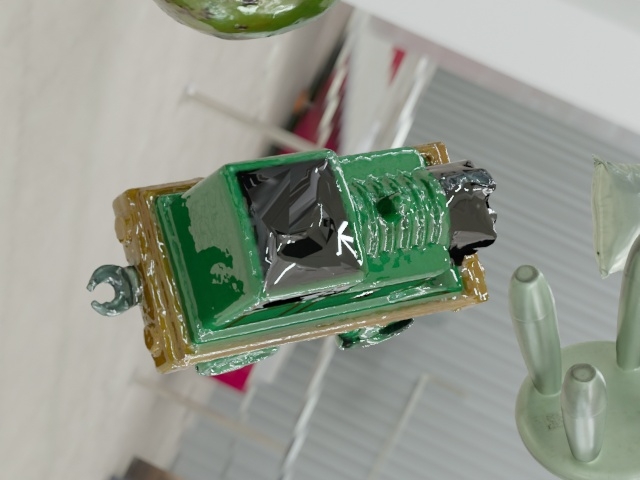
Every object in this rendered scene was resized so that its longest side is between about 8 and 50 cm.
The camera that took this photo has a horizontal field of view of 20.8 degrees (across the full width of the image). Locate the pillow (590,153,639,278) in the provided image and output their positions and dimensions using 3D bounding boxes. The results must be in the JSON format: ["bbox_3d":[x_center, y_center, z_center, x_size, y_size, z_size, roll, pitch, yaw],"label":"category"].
[{"bbox_3d":[0.422,-0.023,1.992,0.078,0.254,0.144,134,-46,-60],"label":"pillow"}]

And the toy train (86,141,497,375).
[{"bbox_3d":[0.000,0.000,1.586,0.429,0.178,0.249,-10,168,-29],"label":"toy train"}]

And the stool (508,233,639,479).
[{"bbox_3d":[0.298,0.126,1.800,0.198,0.195,0.195,84,-14,-44],"label":"stool"}]

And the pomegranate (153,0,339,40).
[{"bbox_3d":[-0.025,-0.257,1.404,0.231,0.286,0.231,15,90,-80],"label":"pomegranate"}]
